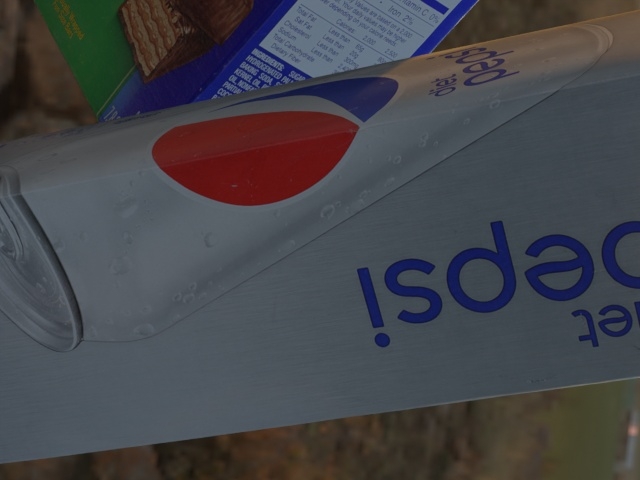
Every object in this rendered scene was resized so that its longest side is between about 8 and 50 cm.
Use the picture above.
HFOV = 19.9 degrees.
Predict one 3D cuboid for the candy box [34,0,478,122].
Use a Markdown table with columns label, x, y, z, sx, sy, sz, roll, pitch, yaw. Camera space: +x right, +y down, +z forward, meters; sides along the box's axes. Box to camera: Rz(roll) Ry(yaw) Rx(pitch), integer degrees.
| label | x | y | z | sx | sy | sz | roll | pitch | yaw |
| --- | --- | --- | --- | --- | --- | --- | --- | --- | --- |
| candy box | -0.021 | -0.210 | 1.055 | 0.122 | 0.317 | 0.268 | 25 | 24 | -45 |

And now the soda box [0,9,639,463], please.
| label | x | y | z | sx | sy | sz | roll | pitch | yaw |
| --- | --- | --- | --- | --- | --- | --- | --- | --- | --- |
| soda box | 0.000 | 0.000 | 0.603 | 0.091 | 0.286 | 0.098 | -52 | 130 | -65 |
